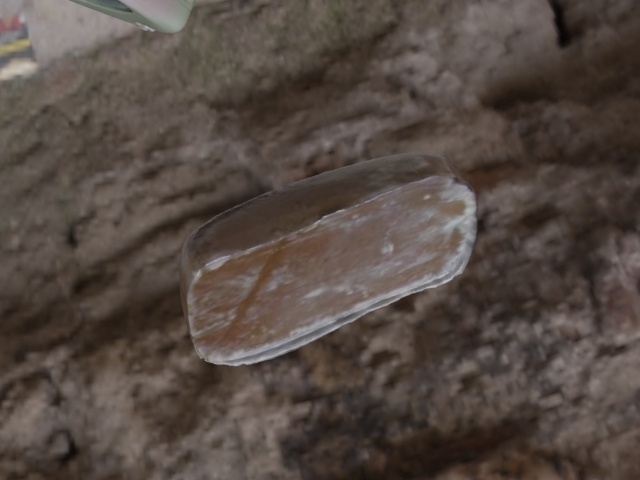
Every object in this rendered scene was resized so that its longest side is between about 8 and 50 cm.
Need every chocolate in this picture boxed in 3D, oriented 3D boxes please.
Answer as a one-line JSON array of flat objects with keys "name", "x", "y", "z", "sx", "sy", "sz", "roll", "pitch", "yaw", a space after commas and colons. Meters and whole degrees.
[{"name": "chocolate", "x": -0.001, "y": 0.000, "z": 1.178, "sx": 0.254, "sy": 0.080, "sz": 0.157, "roll": -21, "pitch": 144, "yaw": -14}]

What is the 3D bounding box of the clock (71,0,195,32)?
[{"name": "clock", "x": -0.284, "y": -0.340, "z": 1.631, "sx": 0.265, "sy": 0.324, "sz": 0.109, "roll": 23, "pitch": 89, "yaw": 11}]
